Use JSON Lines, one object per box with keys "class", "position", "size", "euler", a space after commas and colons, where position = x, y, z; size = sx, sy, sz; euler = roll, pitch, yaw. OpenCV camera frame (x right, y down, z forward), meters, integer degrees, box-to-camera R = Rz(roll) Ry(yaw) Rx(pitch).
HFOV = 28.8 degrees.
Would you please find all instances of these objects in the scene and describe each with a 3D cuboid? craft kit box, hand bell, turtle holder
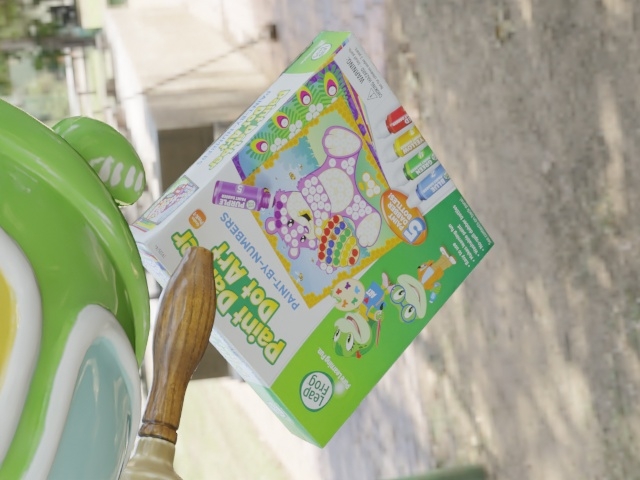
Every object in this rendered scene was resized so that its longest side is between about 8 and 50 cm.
{"class": "craft kit box", "position": [0.000, 0.000, 1.032], "size": [0.250, 0.246, 0.061], "euler": [52, 162, -29]}
{"class": "hand bell", "position": [-0.101, 0.116, 0.793], "size": [0.126, 0.126, 0.242], "euler": [107, 175, -64]}
{"class": "turtle holder", "position": [-0.173, 0.053, 0.477], "size": [0.320, 0.243, 0.227], "euler": [-45, 31, 36]}
